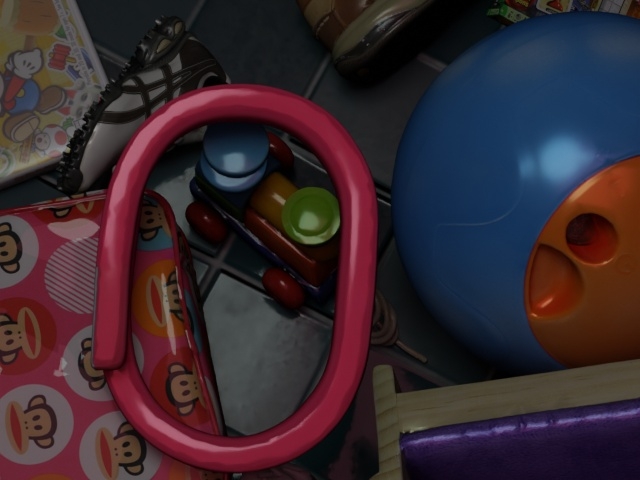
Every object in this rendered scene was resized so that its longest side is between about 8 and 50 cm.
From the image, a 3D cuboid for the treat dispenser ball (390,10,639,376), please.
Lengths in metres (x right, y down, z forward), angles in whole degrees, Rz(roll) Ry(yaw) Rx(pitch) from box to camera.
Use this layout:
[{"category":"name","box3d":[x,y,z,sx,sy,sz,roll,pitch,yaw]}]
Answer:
[{"category":"treat dispenser ball","box3d":[0.198,-0.031,1.227,0.288,0.288,0.288,0,76,-1]}]

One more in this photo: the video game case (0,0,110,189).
[{"category":"video game case","box3d":[-0.301,-0.152,1.387,0.206,0.026,0.227,-22,77,-6]}]

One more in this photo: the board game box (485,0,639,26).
[{"category":"board game box","box3d":[0.275,-0.193,1.340,0.260,0.030,0.136,24,84,-20]}]

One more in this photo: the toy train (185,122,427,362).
[{"category":"toy train","box3d":[0.000,0.000,1.291,0.248,0.143,0.105,40,79,9]}]

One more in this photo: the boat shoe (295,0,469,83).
[{"category":"boat shoe","box3d":[0.115,-0.275,1.377,0.324,0.122,0.120,-39,76,-10]}]

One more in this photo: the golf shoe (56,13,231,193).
[{"category":"golf shoe","box3d":[-0.142,-0.101,1.331,0.094,0.077,0.198,37,57,-7]}]

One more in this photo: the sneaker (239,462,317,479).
[{"category":"sneaker","box3d":[0.017,0.276,1.255,0.235,0.094,0.153,19,109,-25]}]

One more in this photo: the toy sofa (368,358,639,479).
[{"category":"toy sofa","box3d":[0.221,0.170,1.110,0.363,0.150,0.177,-9,51,9]}]

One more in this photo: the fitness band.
[{"category":"fitness band","box3d":[-0.062,0.028,1.197,0.209,0.054,0.290,5,85,-4]}]

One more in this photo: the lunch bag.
[{"category":"lunch bag","box3d":[-0.213,0.116,1.271,0.258,0.120,0.293,-11,77,-3]}]
